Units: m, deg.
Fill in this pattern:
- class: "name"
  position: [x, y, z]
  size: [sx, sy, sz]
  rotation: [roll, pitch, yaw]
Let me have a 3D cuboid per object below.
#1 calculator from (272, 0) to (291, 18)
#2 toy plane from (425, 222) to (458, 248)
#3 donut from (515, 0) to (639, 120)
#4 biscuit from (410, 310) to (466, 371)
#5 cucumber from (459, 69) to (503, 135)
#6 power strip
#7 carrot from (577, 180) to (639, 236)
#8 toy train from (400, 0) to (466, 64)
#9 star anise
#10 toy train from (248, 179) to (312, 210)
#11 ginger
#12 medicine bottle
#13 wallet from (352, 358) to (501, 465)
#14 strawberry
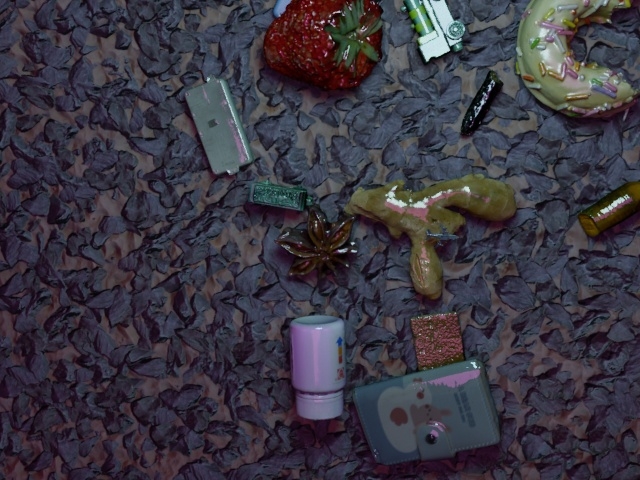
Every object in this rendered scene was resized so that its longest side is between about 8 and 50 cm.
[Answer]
- class: "calculator"
  position: [-0.042, -0.643, 1.908]
  size: [0.121, 0.039, 0.210]
  rotation: [25, 99, 6]
- class: "toy plane"
  position: [0.304, -0.011, 1.834]
  size: [0.085, 0.024, 0.077]
  rotation: [10, 122, 3]
- class: "donut"
  position: [0.634, -0.487, 1.776]
  size: [0.308, 0.150, 0.370]
  rotation: [5, 97, 7]
- class: "biscuit"
  position: [0.322, 0.310, 1.959]
  size: [0.131, 0.026, 0.236]
  rotation: [-10, 96, 10]
- class: "cucumber"
  position: [0.409, -0.347, 1.873]
  size: [0.053, 0.053, 0.181]
  rotation: [30, 101, 4]
- class: "power strip"
  position: [-0.273, -0.306, 1.969]
  size: [0.118, 0.046, 0.270]
  rotation: [-19, 94, 11]
- class: "carrot"
  position: [0.737, -0.081, 1.837]
  size: [0.173, 0.082, 0.082]
  rotation: [-35, 90, 6]
- class: "toy train"
  position: [0.283, -0.558, 1.852]
  size: [0.132, 0.083, 0.200]
  rotation: [-25, 91, 12]
- class: "star anise"
  position: [-0.007, 0.001, 1.932]
  size: [0.220, 0.099, 0.214]
  rotation: [0, 113, 11]
- class: "toy train"
  position: [-0.108, -0.117, 1.938]
  size: [0.172, 0.099, 0.070]
  rotation: [10, 97, 6]
- class: "ginger"
  position: [0.279, -0.076, 1.881]
  size: [0.348, 0.122, 0.363]
  rotation: [40, 110, -6]
- class: "medicine bottle"
  position: [-0.006, 0.334, 1.944]
  size: [0.152, 0.152, 0.254]
  rotation: [0, 97, 8]
- class: "wallet"
  position: [0.288, 0.465, 1.944]
  size: [0.361, 0.083, 0.252]
  rotation: [-16, 96, 17]
- class: "strawberry"
  position: [0.013, -0.508, 1.831]
  size: [0.258, 0.261, 0.261]
  rotation: [20, 100, 44]
